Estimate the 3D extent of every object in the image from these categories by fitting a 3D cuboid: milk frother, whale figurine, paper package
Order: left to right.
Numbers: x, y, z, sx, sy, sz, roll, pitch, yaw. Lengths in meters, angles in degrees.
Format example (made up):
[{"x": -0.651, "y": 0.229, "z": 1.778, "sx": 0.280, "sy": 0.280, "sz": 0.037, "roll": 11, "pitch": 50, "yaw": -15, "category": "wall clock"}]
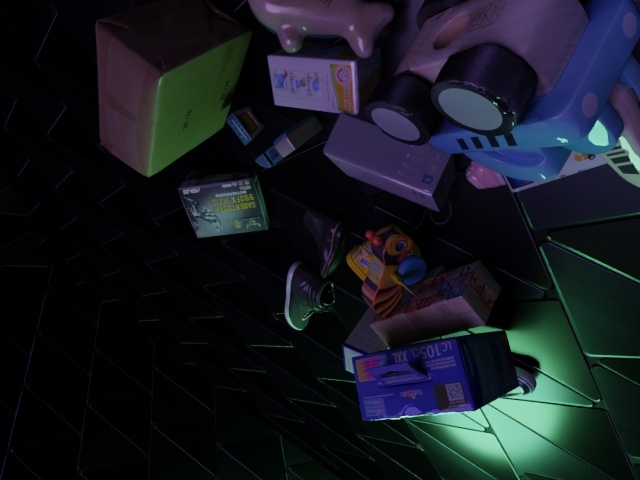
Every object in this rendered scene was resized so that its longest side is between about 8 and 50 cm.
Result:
[{"x": -0.342, "y": -0.361, "z": 1.002, "sx": 0.168, "sy": 0.309, "sz": 0.325, "roll": 38, "pitch": 141, "yaw": 2, "category": "paper package"}, {"x": -0.371, "y": -0.153, "z": 1.398, "sx": 0.143, "sy": 0.129, "sz": 0.135, "roll": -114, "pitch": 13, "yaw": -52, "category": "milk frother"}, {"x": -0.004, "y": -0.434, "z": 0.790, "sx": 0.272, "sy": 0.216, "sz": 0.141, "roll": 29, "pitch": -175, "yaw": 0, "category": "whale figurine"}]

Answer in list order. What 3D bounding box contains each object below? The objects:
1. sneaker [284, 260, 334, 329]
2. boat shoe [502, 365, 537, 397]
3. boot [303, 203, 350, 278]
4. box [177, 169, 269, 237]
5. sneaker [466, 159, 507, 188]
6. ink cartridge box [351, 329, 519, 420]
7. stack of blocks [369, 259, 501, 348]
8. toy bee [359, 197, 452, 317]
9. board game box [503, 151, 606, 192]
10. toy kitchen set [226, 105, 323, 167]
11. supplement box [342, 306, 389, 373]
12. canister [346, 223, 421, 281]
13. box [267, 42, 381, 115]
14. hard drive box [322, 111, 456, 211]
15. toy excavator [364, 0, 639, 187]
[{"x": -0.032, "y": 0.215, "z": 1.415, "sx": 0.146, "sy": 0.104, "sz": 0.296, "roll": 26, "pitch": 134, "yaw": 28, "category": "sneaker"}, {"x": 0.436, "y": 0.405, "z": 1.194, "sx": 0.301, "sy": 0.102, "sz": 0.108, "roll": -11, "pitch": 117, "yaw": 45, "category": "boat shoe"}, {"x": 0.000, "y": 0.000, "z": 1.235, "sx": 0.137, "sy": 0.077, "sz": 0.198, "roll": 33, "pitch": 127, "yaw": 20, "category": "boot"}, {"x": -0.287, "y": -0.107, "z": 1.300, "sx": 0.230, "sy": 0.056, "sz": 0.183, "roll": -6, "pitch": 125, "yaw": 7, "category": "box"}, {"x": 0.307, "y": -0.157, "z": 0.840, "sx": 0.070, "sy": 0.051, "sz": 0.134, "roll": -15, "pitch": 118, "yaw": 41, "category": "sneaker"}, {"x": 0.261, "y": 0.309, "z": 0.995, "sx": 0.270, "sy": 0.395, "sz": 0.151, "roll": -22, "pitch": 71, "yaw": 34, "category": "ink cartridge box"}, {"x": 0.276, "y": 0.149, "z": 1.046, "sx": 0.087, "sy": 0.171, "sz": 0.297, "roll": 49, "pitch": 140, "yaw": -8, "category": "stack of blocks"}, {"x": 0.150, "y": 0.031, "z": 0.968, "sx": 0.195, "sy": 0.162, "sz": 0.298, "roll": 12, "pitch": 92, "yaw": 56, "category": "toy bee"}, {"x": 0.352, "y": -0.244, "z": 0.723, "sx": 0.193, "sy": 0.053, "sz": 0.305, "roll": -19, "pitch": 111, "yaw": 47, "category": "board game box"}, {"x": -0.134, "y": -0.274, "z": 1.052, "sx": 0.207, "sy": 0.122, "sz": 0.166, "roll": -23, "pitch": 108, "yaw": 48, "category": "toy kitchen set"}, {"x": 0.164, "y": 0.270, "z": 1.212, "sx": 0.113, "sy": 0.220, "sz": 0.111, "roll": 17, "pitch": 135, "yaw": 27, "category": "supplement box"}, {"x": 0.164, "y": 0.042, "z": 1.125, "sx": 0.126, "sy": 0.073, "sz": 0.170, "roll": 46, "pitch": 139, "yaw": -4, "category": "canister"}, {"x": 0.011, "y": -0.335, "z": 0.881, "sx": 0.203, "sy": 0.114, "sz": 0.103, "roll": 17, "pitch": 132, "yaw": 28, "category": "box"}, {"x": 0.146, "y": -0.153, "z": 0.874, "sx": 0.232, "sy": 0.089, "sz": 0.181, "roll": 25, "pitch": -178, "yaw": 20, "category": "hard drive box"}, {"x": 0.355, "y": -0.163, "z": 0.575, "sx": 0.445, "sy": 0.222, "sz": 0.433, "roll": 31, "pitch": 174, "yaw": -27, "category": "toy excavator"}]
